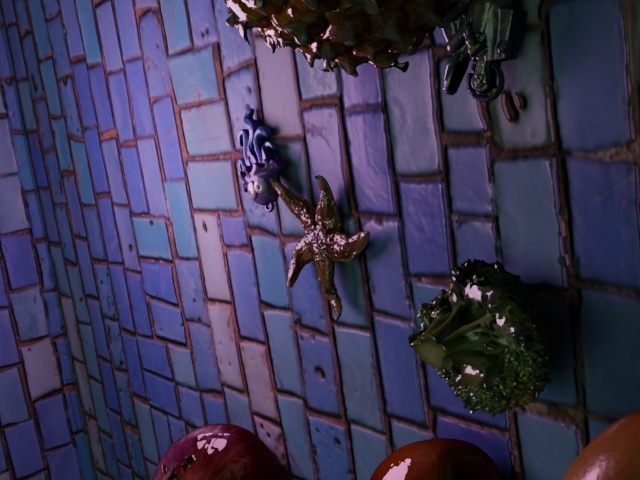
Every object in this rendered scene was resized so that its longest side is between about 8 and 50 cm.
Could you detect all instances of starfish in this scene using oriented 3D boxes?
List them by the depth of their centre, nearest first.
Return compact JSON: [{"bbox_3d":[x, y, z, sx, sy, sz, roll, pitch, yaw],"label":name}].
[{"bbox_3d":[0.000,0.000,1.336,0.236,0.062,0.277,-35,73,50],"label":"starfish"}]

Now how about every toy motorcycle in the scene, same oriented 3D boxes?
[{"bbox_3d":[0.200,-0.278,0.987,0.124,0.061,0.193,27,117,36],"label":"toy motorcycle"}]

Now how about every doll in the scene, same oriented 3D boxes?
[{"bbox_3d":[-0.115,-0.148,1.428,0.110,0.067,0.206,-29,69,43],"label":"doll"}]

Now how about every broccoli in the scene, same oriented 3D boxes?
[{"bbox_3d":[0.212,0.124,1.026,0.226,0.176,0.198,19,113,31],"label":"broccoli"}]

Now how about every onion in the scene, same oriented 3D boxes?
[{"bbox_3d":[-0.202,0.576,1.659,0.348,0.285,0.347,-8,68,21],"label":"onion"}]

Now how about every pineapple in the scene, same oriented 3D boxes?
[{"bbox_3d":[0.007,-0.391,0.949,0.352,0.300,0.352,-10,75,37],"label":"pineapple"}]

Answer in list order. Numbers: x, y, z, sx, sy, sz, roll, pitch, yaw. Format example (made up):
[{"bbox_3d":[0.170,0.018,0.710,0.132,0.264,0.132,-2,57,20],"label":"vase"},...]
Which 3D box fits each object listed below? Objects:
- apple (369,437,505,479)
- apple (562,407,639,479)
[{"bbox_3d":[0.172,0.404,1.137,0.201,0.218,0.218,-46,66,41],"label":"apple"},{"bbox_3d":[0.382,0.291,0.811,0.242,0.241,0.242,23,119,49],"label":"apple"}]
